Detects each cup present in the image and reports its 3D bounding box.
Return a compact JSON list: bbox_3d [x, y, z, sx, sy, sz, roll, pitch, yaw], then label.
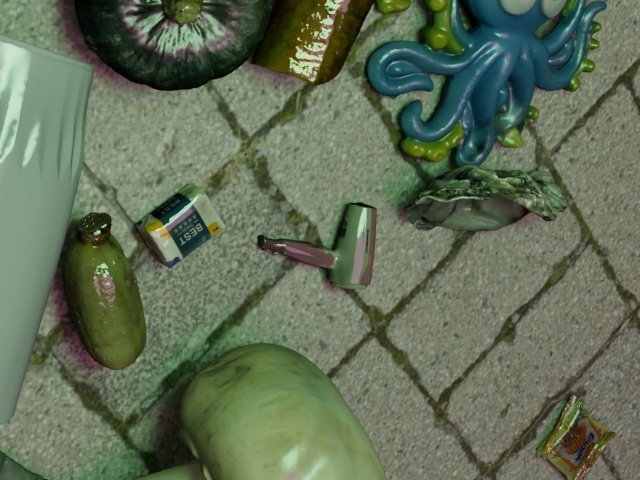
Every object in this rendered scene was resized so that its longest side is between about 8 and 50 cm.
[{"bbox_3d":[-0.360,-0.019,1.222,0.253,0.253,0.371,16,96,-36],"label":"cup"}]

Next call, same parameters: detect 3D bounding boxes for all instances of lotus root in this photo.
[{"bbox_3d":[-0.239,0.055,1.427,0.077,0.090,0.183,-17,118,-15],"label":"lotus root"}]

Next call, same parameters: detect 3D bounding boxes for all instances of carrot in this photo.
[{"bbox_3d":[0.030,-0.315,1.464,0.114,0.114,0.302,21,97,-36],"label":"carrot"}]

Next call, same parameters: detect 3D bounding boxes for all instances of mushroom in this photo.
[{"bbox_3d":[-0.096,0.293,1.496,0.336,0.314,0.314,-22,120,0],"label":"mushroom"}]

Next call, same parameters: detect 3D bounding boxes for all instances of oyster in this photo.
[{"bbox_3d":[0.219,-0.051,1.665,0.252,0.199,0.087,-12,79,-13],"label":"oyster"}]

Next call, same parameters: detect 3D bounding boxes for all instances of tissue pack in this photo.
[{"bbox_3d":[-0.159,-0.017,1.485,0.083,0.042,0.062,-38,121,-18],"label":"tissue pack"}]

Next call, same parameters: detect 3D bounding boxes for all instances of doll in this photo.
[{"bbox_3d":[0.221,-0.249,1.618,0.346,0.099,0.341,-1,109,-28],"label":"doll"}]

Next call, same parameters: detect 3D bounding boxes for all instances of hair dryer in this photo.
[{"bbox_3d":[-0.003,0.006,1.596,0.154,0.054,0.106,0,102,-29],"label":"hair dryer"}]

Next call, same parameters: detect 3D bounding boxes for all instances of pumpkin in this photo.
[{"bbox_3d":[-0.149,-0.256,1.341,0.211,0.152,0.211,-8,108,-26],"label":"pumpkin"}]

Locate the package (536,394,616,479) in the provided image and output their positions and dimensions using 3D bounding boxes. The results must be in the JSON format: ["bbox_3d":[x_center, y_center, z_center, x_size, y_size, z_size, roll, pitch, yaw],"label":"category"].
[{"bbox_3d":[0.382,0.303,1.959,0.121,0.031,0.108,42,82,-36],"label":"package"}]

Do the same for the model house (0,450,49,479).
[{"bbox_3d":[-0.343,0.343,1.314,0.194,0.325,0.267,-51,126,-6],"label":"model house"}]
